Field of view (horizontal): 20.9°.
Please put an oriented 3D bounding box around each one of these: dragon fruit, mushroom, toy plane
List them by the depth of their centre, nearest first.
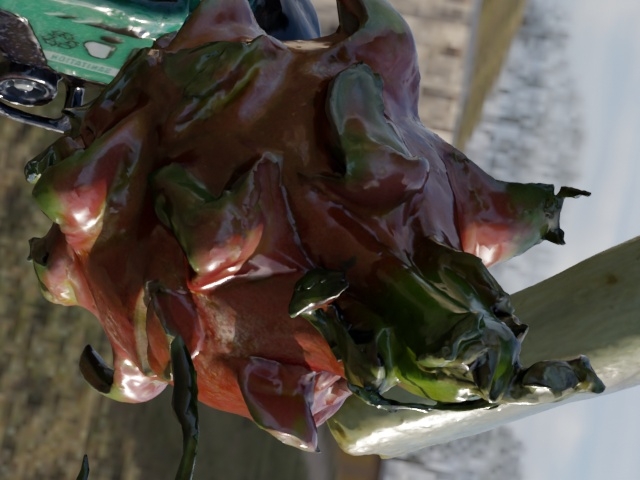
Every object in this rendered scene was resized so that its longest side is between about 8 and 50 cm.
[{"bbox_3d":[0.003,-0.001,0.543,0.137,0.236,0.135,-48,127,-28],"label":"dragon fruit"},{"bbox_3d":[-0.132,-0.133,0.816,0.155,0.381,0.106,-36,-137,57],"label":"toy plane"},{"bbox_3d":[0.148,0.050,0.972,0.100,0.312,0.081,24,49,-59],"label":"mushroom"}]

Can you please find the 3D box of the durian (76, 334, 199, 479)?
[{"bbox_3d":[-0.024,0.126,0.303,0.375,0.106,0.132,-83,178,-68],"label":"durian"}]
